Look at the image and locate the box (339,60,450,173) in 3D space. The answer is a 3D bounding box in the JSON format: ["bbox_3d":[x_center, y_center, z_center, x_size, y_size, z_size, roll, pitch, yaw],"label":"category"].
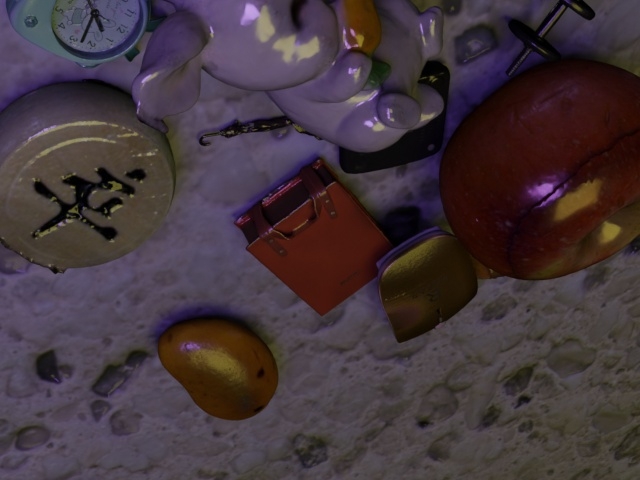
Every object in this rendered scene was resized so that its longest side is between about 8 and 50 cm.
[{"bbox_3d":[0.081,-0.131,1.061,0.126,0.027,0.125,-16,136,-14],"label":"box"}]

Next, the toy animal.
[{"bbox_3d":[-0.034,-0.174,0.836,0.325,0.208,0.154,-7,173,-36],"label":"toy animal"}]

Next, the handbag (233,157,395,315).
[{"bbox_3d":[0.000,0.000,1.118,0.127,0.063,0.190,-36,139,6],"label":"handbag"}]

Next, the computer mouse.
[{"bbox_3d":[0.135,0.067,1.217,0.126,0.056,0.245,-30,153,-4],"label":"computer mouse"}]

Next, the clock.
[{"bbox_3d":[-0.196,-0.200,0.839,0.101,0.041,0.135,-46,136,16],"label":"clock"}]

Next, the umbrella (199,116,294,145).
[{"bbox_3d":[-0.068,-0.118,1.003,0.122,0.013,0.022,-16,147,-16],"label":"umbrella"}]

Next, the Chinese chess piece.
[{"bbox_3d":[-0.232,-0.059,0.922,0.188,0.083,0.188,-13,133,-14],"label":"Chinese chess piece"}]

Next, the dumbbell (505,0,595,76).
[{"bbox_3d":[0.245,-0.234,1.021,0.069,0.069,0.147,17,122,-38],"label":"dumbbell"}]

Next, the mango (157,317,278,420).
[{"bbox_3d":[-0.118,0.154,1.181,0.115,0.090,0.178,-26,129,7],"label":"mango"}]

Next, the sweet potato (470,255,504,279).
[{"bbox_3d":[0.293,-0.013,1.244,0.243,0.077,0.077,-26,137,4],"label":"sweet potato"}]

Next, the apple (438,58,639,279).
[{"bbox_3d":[0.270,-0.079,1.087,0.272,0.206,0.251,-42,147,16],"label":"apple"}]
